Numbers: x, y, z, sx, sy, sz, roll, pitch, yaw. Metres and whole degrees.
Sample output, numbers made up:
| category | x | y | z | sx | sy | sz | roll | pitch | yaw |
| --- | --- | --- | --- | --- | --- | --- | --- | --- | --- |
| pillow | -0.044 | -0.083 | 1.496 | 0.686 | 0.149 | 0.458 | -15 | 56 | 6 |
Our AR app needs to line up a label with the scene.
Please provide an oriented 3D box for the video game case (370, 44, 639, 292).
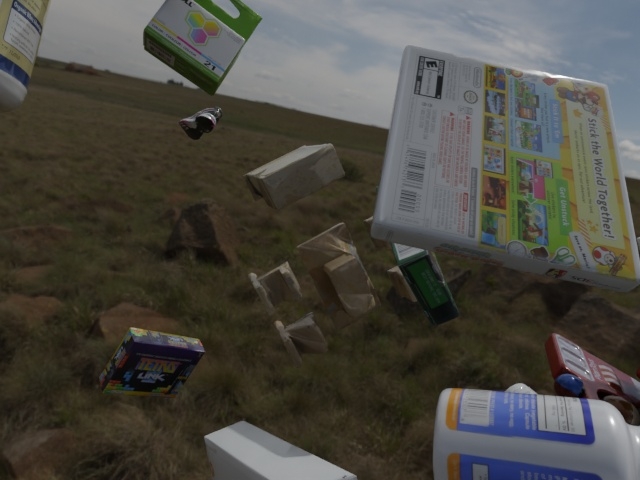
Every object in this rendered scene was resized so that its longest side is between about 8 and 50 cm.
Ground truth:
| category | x | y | z | sx | sy | sz | roll | pitch | yaw |
| --- | --- | --- | --- | --- | --- | --- | --- | --- | --- |
| video game case | 0.162 | -0.078 | 0.414 | 0.206 | 0.026 | 0.227 | 12 | 58 | 3 |

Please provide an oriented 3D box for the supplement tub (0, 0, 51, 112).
| category | x | y | z | sx | sy | sz | roll | pitch | yaw |
| --- | --- | --- | --- | --- | --- | --- | --- | --- | --- |
| supplement tub | -0.428 | -0.333 | 0.522 | 0.228 | 0.317 | 0.228 | 13 | -4 | 1 |

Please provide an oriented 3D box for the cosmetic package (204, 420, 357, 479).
| category | x | y | z | sx | sy | sz | roll | pitch | yaw |
| --- | --- | --- | --- | --- | --- | --- | --- | --- | --- |
| cosmetic package | -0.048 | 0.269 | 0.484 | 0.060 | 0.099 | 0.239 | -8 | -3 | -34 |

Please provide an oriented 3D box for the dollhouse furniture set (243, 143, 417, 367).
| category | x | y | z | sx | sy | sz | roll | pitch | yaw |
| --- | --- | --- | --- | --- | --- | --- | --- | --- | --- |
| dollhouse furniture set | 0.000 | 0.000 | 1.047 | 0.361 | 0.395 | 0.256 | -28 | 16 | -9 |

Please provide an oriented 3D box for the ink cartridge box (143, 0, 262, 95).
| category | x | y | z | sx | sy | sz | roll | pitch | yaw |
| --- | --- | --- | --- | --- | --- | --- | --- | --- | --- |
| ink cartridge box | -0.264 | -0.507 | 1.086 | 0.188 | 0.255 | 0.097 | 32 | -14 | -16 |

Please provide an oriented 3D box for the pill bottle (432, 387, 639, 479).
| category | x | y | z | sx | sy | sz | roll | pitch | yaw |
| --- | --- | --- | --- | --- | --- | --- | --- | --- | --- |
| pill bottle | 0.286 | 0.270 | 0.568 | 0.271 | 0.153 | 0.152 | -2 | 7 | 24 |

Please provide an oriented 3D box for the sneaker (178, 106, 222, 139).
| category | x | y | z | sx | sy | sz | roll | pitch | yaw |
| --- | --- | --- | --- | --- | --- | --- | --- | --- | --- |
| sneaker | -0.347 | -0.351 | 1.374 | 0.178 | 0.072 | 0.077 | 5 | 47 | 43 |

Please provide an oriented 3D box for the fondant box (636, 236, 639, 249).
| category | x | y | z | sx | sy | sz | roll | pitch | yaw |
| --- | --- | --- | --- | --- | --- | --- | --- | --- | --- |
| fondant box | 0.746 | 0.143 | 0.863 | 0.330 | 0.239 | 0.096 | 30 | -40 | -25 |

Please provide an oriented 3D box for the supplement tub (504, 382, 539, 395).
| category | x | y | z | sx | sy | sz | roll | pitch | yaw |
| --- | --- | --- | --- | --- | --- | --- | --- | --- | --- |
| supplement tub | 0.353 | 0.294 | 0.757 | 0.070 | 0.071 | 0.107 | 5 | 18 | -25 |

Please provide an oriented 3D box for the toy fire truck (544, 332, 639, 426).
| category | x | y | z | sx | sy | sz | roll | pitch | yaw |
| --- | --- | --- | --- | --- | --- | --- | --- | --- | --- |
| toy fire truck | 0.557 | 0.311 | 0.881 | 0.253 | 0.170 | 0.302 | 29 | 23 | 12 |

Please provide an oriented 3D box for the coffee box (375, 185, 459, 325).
| category | x | y | z | sx | sy | sz | roll | pitch | yaw |
| --- | --- | --- | --- | --- | --- | --- | --- | --- | --- |
| coffee box | 0.122 | 0.007 | 0.605 | 0.040 | 0.113 | 0.184 | -25 | 31 | 14 |

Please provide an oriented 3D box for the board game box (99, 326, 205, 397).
| category | x | y | z | sx | sy | sz | roll | pitch | yaw |
| --- | --- | --- | --- | --- | --- | --- | --- | --- | --- |
| board game box | -0.359 | 0.267 | 0.997 | 0.170 | 0.141 | 0.048 | 23 | 18 | -43 |
